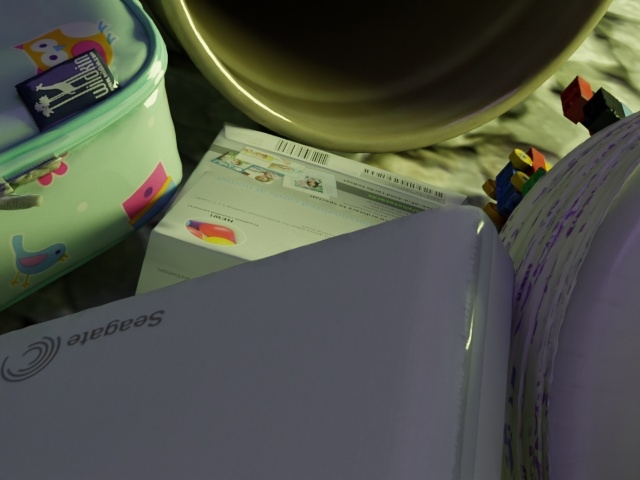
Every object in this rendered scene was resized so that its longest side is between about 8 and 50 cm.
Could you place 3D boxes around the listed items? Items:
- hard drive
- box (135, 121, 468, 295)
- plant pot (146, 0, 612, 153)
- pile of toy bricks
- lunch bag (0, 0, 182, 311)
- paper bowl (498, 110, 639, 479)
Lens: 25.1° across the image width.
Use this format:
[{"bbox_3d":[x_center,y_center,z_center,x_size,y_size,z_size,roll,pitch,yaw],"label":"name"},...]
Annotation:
[{"bbox_3d":[-0.062,0.142,0.441,0.233,0.047,0.353,-16,35,23],"label":"hard drive"},{"bbox_3d":[0.000,0.000,0.720,0.145,0.038,0.186,17,19,0],"label":"box"},{"bbox_3d":[-0.006,-0.251,0.884,0.323,0.323,0.280,-8,29,-28],"label":"plant pot"},{"bbox_3d":[0.153,0.007,0.760,0.105,0.118,0.212,34,26,-13],"label":"pile of toy bricks"},{"bbox_3d":[-0.215,-0.078,0.697,0.224,0.108,0.279,-29,55,-25],"label":"lunch bag"},{"bbox_3d":[0.203,0.073,0.551,0.284,0.148,0.284,2,86,-20],"label":"paper bowl"}]
